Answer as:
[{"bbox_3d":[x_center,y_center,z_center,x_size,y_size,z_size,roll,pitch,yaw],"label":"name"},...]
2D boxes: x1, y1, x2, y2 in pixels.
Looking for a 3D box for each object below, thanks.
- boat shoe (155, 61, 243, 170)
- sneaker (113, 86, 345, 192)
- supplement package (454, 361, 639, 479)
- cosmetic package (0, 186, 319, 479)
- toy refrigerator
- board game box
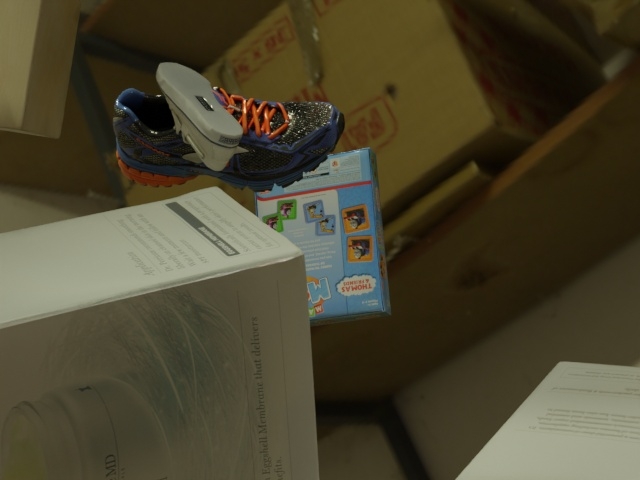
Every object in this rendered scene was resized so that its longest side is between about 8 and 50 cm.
[{"bbox_3d":[-0.082,-0.079,0.741,0.035,0.100,0.035,-1,-54,-38],"label":"boat shoe"},{"bbox_3d":[-0.088,-0.097,1.014,0.221,0.083,0.087,-4,-41,14],"label":"sneaker"},{"bbox_3d":[0.184,0.229,0.744,0.177,0.175,0.293,1,25,41],"label":"supplement package"},{"bbox_3d":[-0.128,0.111,0.644,0.224,0.138,0.224,-13,-67,-22],"label":"cosmetic package"},{"bbox_3d":[-0.355,-0.266,1.385,0.102,0.270,0.094,9,0,19],"label":"toy refrigerator"},{"bbox_3d":[0.000,0.000,1.453,0.160,0.212,0.039,-9,-16,16],"label":"board game box"}]
